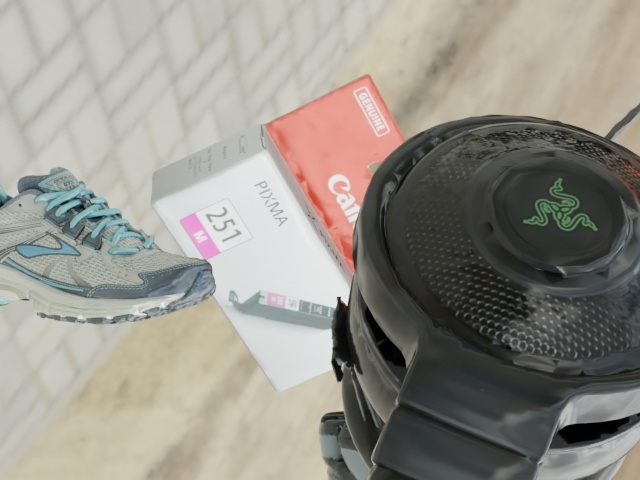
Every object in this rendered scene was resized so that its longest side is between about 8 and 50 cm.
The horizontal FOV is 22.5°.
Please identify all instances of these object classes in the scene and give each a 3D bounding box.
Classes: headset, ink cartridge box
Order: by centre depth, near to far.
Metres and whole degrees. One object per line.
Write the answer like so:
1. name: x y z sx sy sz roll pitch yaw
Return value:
1. headset: 0.050 0.026 0.635 0.243 0.185 0.394 88 26 -72
2. ink cartridge box: 0.000 0.000 1.601 0.275 0.239 0.060 59 14 -32

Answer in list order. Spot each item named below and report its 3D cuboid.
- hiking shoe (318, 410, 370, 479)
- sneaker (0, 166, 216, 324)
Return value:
1. hiking shoe: 0.097 0.204 1.022 0.113 0.304 0.132 -7 105 -22
2. sneaker: -0.217 0.001 1.368 0.110 0.283 0.122 -11 105 -61
